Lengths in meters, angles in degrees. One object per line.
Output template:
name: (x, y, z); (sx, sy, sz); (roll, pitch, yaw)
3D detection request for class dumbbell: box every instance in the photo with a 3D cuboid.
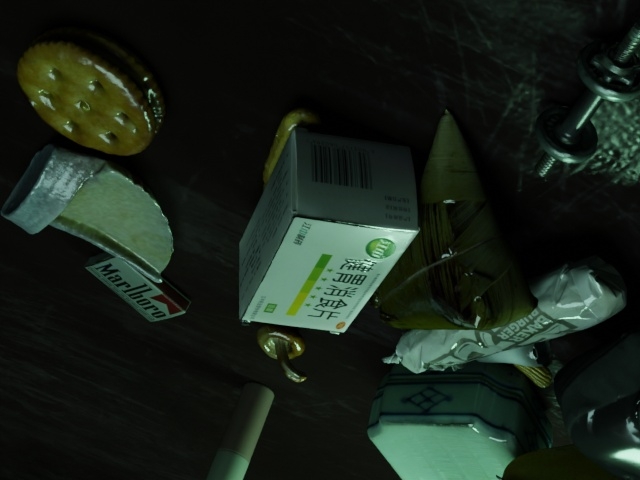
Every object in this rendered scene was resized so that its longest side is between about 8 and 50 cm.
dumbbell: (0.302, -0.154, 1.053); (0.081, 0.082, 0.254); (22, 144, 0)

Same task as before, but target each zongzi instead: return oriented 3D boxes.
zongzi: (0.144, -0.018, 1.305); (0.273, 0.145, 0.300); (-8, 103, 58)

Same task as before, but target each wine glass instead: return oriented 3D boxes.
wine glass: (0.286, 0.174, 1.505); (0.155, 0.072, 0.072); (-8, 135, 35)

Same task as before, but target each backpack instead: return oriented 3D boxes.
backpack: (0.530, 0.201, 1.268); (0.363, 0.255, 0.445); (41, 133, -20)

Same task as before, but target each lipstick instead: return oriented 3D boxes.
lipstick: (-0.167, 0.415, 1.901); (0.070, 0.255, 0.070); (14, 144, 10)

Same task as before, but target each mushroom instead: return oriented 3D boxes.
mushroom: (-0.061, 0.203, 1.716); (0.130, 0.072, 0.088); (53, 131, 14)

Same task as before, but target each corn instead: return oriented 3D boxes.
corn: (0.349, 0.209, 1.549); (0.092, 0.037, 0.037); (37, 142, -24)

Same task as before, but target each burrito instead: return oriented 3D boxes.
burrito: (0.262, 0.120, 1.397); (0.445, 0.139, 0.101); (-27, 78, 45)

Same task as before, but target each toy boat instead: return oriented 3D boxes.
toy boat: (-0.367, -0.060, 1.526); (0.293, 0.111, 0.276); (16, 146, -15)

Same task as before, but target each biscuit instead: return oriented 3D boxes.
biscuit: (-0.326, -0.206, 1.325); (0.220, 0.066, 0.220); (15, 145, 11)

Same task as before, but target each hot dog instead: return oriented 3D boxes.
hot dog: (-0.046, -0.117, 1.313); (0.066, 0.047, 0.216); (-7, 150, -15)

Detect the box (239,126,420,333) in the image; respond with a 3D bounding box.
box: (-0.001, 0.001, 1.323); (0.173, 0.145, 0.333); (8, 148, -15)

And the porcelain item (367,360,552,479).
porcelain item: (0.251, 0.332, 1.659); (0.281, 0.157, 0.286); (-8, 134, 32)

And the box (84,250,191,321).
box: (-0.340, 0.081, 1.740); (0.115, 0.036, 0.177); (-16, 130, 41)

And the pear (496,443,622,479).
pear: (0.440, 0.451, 1.462); (0.336, 0.285, 0.285); (17, 151, -33)
